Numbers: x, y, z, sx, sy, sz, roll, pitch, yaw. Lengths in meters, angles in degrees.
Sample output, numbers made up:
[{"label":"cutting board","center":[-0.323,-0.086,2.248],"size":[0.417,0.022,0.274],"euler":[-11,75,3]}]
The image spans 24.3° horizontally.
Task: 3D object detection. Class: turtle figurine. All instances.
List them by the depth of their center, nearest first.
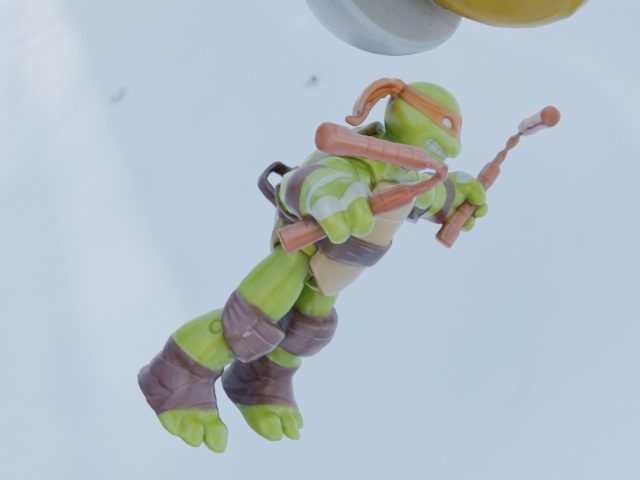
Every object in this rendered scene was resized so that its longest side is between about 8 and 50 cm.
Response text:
[{"label":"turtle figurine","center":[0.000,0.000,0.708],"size":[0.217,0.087,0.269],"euler":[-53,-14,17]}]

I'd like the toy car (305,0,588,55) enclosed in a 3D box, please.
[{"label":"toy car","center":[0.041,-0.166,0.519],"size":[0.159,0.182,0.136],"euler":[-23,30,46]}]
